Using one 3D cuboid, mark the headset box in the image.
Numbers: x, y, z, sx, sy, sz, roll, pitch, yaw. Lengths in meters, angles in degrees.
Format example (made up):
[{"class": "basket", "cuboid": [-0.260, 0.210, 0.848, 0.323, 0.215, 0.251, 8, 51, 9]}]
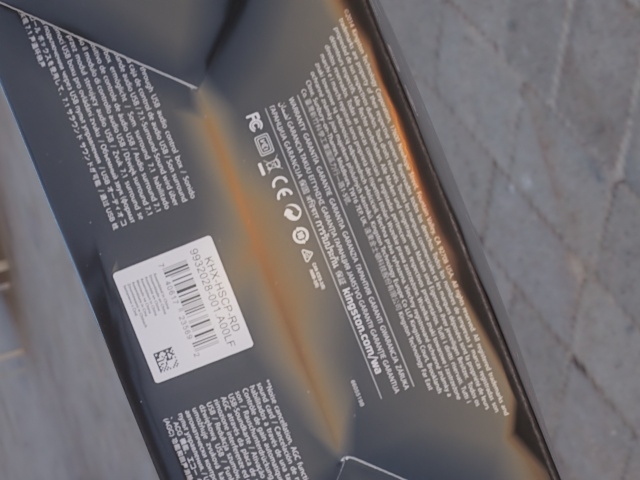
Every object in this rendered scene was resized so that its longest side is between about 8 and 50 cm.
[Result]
[{"class": "headset box", "cuboid": [0.000, 0.000, 0.540, 0.293, 0.110, 0.218, -27, -85, -84]}]
